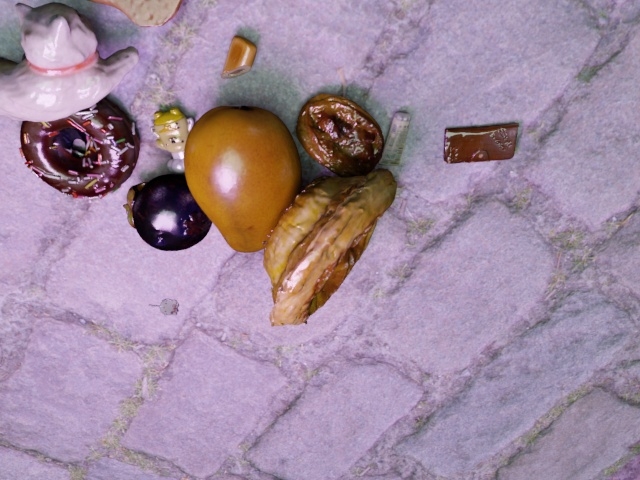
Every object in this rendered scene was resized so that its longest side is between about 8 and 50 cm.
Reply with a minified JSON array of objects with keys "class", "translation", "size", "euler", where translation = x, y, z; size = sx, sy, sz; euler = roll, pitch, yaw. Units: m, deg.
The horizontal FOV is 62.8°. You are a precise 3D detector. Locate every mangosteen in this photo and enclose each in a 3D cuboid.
[{"class":"mangosteen","translation":[-0.371,-0.070,1.254],"size":[0.231,0.194,0.194],"euler":[15,123,29]}]

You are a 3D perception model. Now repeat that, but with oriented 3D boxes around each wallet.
[{"class":"wallet","translation":[0.392,-0.236,1.285],"size":[0.176,0.026,0.095],"euler":[-4,121,-1]}]

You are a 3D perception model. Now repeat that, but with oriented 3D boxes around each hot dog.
[{"class":"hot dog","translation":[0.052,-0.237,1.222],"size":[0.227,0.099,0.160],"euler":[27,97,-23]}]

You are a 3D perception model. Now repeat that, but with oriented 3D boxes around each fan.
[{"class":"fan","translation":[-0.440,0.186,1.472],"size":[0.083,0.004,0.055],"euler":[8,117,-7]}]

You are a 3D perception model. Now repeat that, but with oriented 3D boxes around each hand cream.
[{"class":"hand cream","translation":[0.185,-0.243,1.267],"size":[0.061,0.039,0.143],"euler":[3,127,-12]}]

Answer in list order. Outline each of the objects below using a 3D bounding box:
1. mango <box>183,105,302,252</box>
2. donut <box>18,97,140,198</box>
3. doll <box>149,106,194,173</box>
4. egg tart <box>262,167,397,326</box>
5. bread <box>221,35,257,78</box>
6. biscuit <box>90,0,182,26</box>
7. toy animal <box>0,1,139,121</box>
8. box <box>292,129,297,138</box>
[{"class":"mango","translation":[-0.162,-0.131,1.186],"size":[0.264,0.221,0.378],"euler":[-38,141,-30]},{"class":"donut","translation":[-0.551,-0.216,1.196],"size":[0.270,0.103,0.269],"euler":[-2,120,-4]},{"class":"doll","translation":[-0.332,-0.227,1.225],"size":[0.106,0.062,0.162],"euler":[-11,120,8]},{"class":"egg tart","translation":[0.000,0.000,1.192],"size":[0.178,0.443,0.443],"euler":[37,113,9]},{"class":"bread","translation":[-0.175,-0.391,1.150],"size":[0.062,0.049,0.103],"euler":[33,118,18]},{"class":"biscuit","translation":[-0.374,-0.638,0.999],"size":[0.365,0.062,0.385],"euler":[26,111,-14]},{"class":"toy animal","translation":[-0.577,-0.361,1.038],"size":[0.308,0.188,0.266],"euler":[28,86,14]},{"class":"box","translation":[-0.022,-0.245,1.261],"size":[0.083,0.012,0.046],"euler":[39,108,-21]}]
